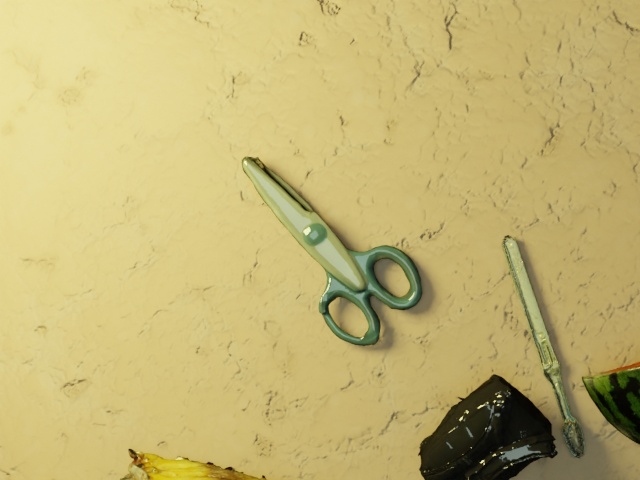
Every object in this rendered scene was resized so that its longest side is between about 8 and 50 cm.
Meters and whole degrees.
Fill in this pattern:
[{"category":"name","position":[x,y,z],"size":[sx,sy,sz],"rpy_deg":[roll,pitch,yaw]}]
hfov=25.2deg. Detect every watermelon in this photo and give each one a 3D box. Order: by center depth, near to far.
[{"category":"watermelon","position":[0.406,0.197,1.747],"size":[0.145,0.137,0.193],"rpy_deg":[-16,130,6]}]

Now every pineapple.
[{"category":"pineapple","position":[-0.116,0.376,1.785],"size":[0.334,0.158,0.161],"rpy_deg":[14,92,6]}]

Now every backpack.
[{"category":"backpack","position":[0.199,0.247,1.774],"size":[0.165,0.106,0.120],"rpy_deg":[-35,108,22]}]

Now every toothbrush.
[{"category":"toothbrush","position":[0.281,0.133,1.803],"size":[0.026,0.028,0.294],"rpy_deg":[-18,83,6]}]

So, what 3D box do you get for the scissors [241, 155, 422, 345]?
[{"category":"scissors","position":[0.000,0.000,1.827],"size":[0.138,0.041,0.289],"rpy_deg":[-43,89,4]}]
